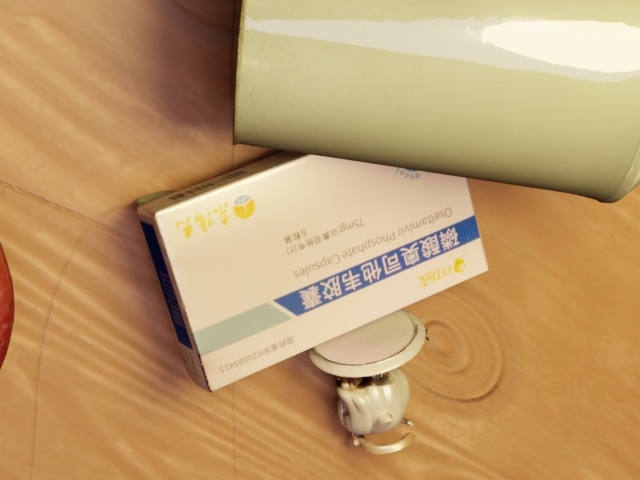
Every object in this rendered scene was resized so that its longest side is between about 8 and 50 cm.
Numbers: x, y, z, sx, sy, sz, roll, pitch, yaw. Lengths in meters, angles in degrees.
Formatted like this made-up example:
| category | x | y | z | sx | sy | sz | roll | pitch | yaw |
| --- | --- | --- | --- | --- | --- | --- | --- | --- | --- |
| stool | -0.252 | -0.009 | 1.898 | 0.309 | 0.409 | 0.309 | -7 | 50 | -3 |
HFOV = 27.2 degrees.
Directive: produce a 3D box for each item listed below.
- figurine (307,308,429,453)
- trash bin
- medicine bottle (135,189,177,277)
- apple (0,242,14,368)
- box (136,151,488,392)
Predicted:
| category | x | y | z | sx | sy | sz | roll | pitch | yaw |
| --- | --- | --- | --- | --- | --- | --- | --- | --- | --- |
| figurine | 0.062 | 0.162 | 1.437 | 0.132 | 0.132 | 0.154 | -18 | 120 | -11 |
| trash bin | 0.141 | -0.189 | 1.245 | 0.432 | 0.280 | 0.280 | 6 | 102 | -3 |
| medicine bottle | -0.158 | -0.006 | 1.360 | 0.047 | 0.047 | 0.083 | -17 | 108 | -12 |
| apple | -0.446 | 0.067 | 1.191 | 0.345 | 0.269 | 0.345 | -14 | 115 | -33 |
| box | 0.000 | 0.000 | 1.372 | 0.343 | 0.065 | 0.200 | -22 | 109 | -20 |
